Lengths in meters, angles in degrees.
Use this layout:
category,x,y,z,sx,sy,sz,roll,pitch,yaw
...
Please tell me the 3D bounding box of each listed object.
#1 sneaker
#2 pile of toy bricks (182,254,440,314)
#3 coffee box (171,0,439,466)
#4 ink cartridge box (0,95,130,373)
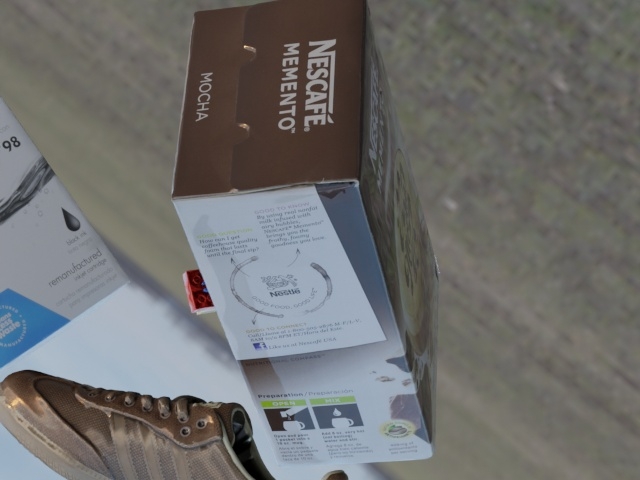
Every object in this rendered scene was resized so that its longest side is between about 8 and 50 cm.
category,x,y,z,sx,sy,sz,roll,pitch,yaw
sneaker,-0.069,0.100,0.933,0.188,0.071,0.066,30,-175,16
pile of toy bricks,-0.023,0.011,1.546,0.105,0.212,0.118,-40,61,61
coffee box,0.000,0.000,1.290,0.297,0.119,0.168,72,-163,-49
ink cartridge box,-0.207,-0.016,1.105,0.180,0.104,0.060,55,148,-1
